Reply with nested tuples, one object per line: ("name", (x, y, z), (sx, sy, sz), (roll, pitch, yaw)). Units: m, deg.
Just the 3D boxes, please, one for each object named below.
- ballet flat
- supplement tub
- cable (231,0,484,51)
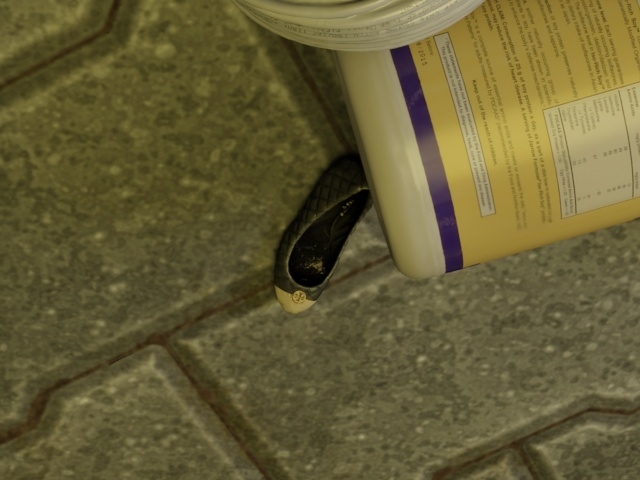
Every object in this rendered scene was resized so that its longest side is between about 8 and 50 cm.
("ballet flat", (0.000, 0.000, 1.163), (0.057, 0.049, 0.173), (14, 121, -18))
("supplement tub", (0.187, -0.124, 0.992), (0.331, 0.241, 0.241), (-16, 126, 2))
("cable", (0.024, -0.257, 0.879), (0.257, 0.257, 0.089), (-3, 167, 11))
